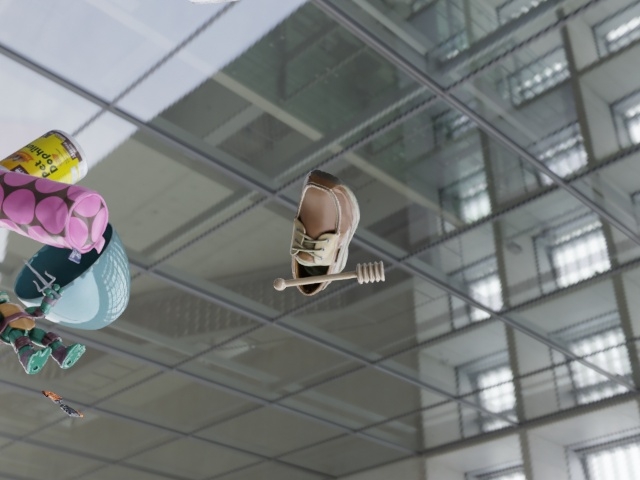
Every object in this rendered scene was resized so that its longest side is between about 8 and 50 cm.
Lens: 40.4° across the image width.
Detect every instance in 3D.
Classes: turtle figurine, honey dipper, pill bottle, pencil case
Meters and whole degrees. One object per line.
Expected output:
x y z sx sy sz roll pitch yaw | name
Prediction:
-0.527 0.135 1.525 0.234 0.175 0.118 41 -51 25 | turtle figurine
0.011 0.053 1.254 0.161 0.030 0.030 -7 -124 6 | honey dipper
-0.577 -0.125 1.729 0.117 0.117 0.215 -8 -152 47 | pill bottle
-0.395 -0.039 1.189 0.209 0.098 0.095 16 -114 22 | pencil case

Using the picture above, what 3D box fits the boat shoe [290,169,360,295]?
0.000 0.000 1.725 0.123 0.324 0.119 21 -124 15 | boat shoe

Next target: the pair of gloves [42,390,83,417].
-0.515 0.327 1.732 0.083 0.074 0.010 34 -99 17 | pair of gloves

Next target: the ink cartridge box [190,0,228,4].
-0.103 -0.372 0.877 0.092 0.158 0.217 -3 -123 6 | ink cartridge box

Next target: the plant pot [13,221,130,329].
-0.599 0.114 2.220 0.290 0.195 0.290 -22 -148 15 | plant pot
